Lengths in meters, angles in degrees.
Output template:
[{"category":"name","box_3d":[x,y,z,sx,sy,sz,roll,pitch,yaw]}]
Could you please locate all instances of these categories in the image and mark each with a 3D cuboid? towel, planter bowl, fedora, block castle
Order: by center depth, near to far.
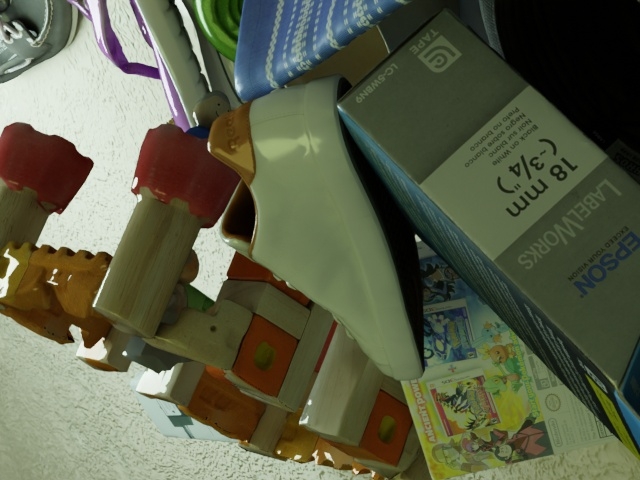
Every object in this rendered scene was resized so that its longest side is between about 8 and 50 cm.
[{"category":"fedora","box_3d":[0.215,-0.135,0.939,0.244,0.124,0.275,46,167,23]},{"category":"towel","box_3d":[0.042,-0.250,0.971,0.040,0.243,0.336,20,153,-28]},{"category":"planter bowl","box_3d":[0.042,-0.174,1.189,0.162,0.109,0.162,38,147,30]},{"category":"block castle","box_3d":[-0.065,0.047,1.337,0.303,0.213,0.453,5,157,47]}]

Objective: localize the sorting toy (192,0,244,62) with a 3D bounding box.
[{"category":"sorting toy","box_3d":[-0.088,-0.204,1.263,0.365,0.126,0.127,47,123,-7]}]

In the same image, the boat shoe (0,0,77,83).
[{"category":"boat shoe","box_3d":[-0.380,-0.244,1.766,0.112,0.095,0.335,59,151,-6]}]

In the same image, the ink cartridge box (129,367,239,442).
[{"category":"ink cartridge box","box_3d":[-0.104,0.155,1.710,0.208,0.153,0.087,-8,114,60]}]

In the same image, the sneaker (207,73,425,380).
[{"category":"sneaker","box_3d":[0.000,0.000,1.102,0.123,0.106,0.290,-11,132,14]}]

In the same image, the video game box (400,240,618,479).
[{"category":"video game box","box_3d":[0.154,0.085,1.223,0.048,0.187,0.205,-80,-26,-69]}]

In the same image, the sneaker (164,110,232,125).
[{"category":"sneaker","box_3d":[-0.085,-0.098,1.518,0.185,0.069,0.084,14,142,56]}]

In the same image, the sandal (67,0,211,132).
[{"category":"sandal","box_3d":[-0.210,-0.265,1.420,0.169,0.102,0.416,-56,-57,-88]}]

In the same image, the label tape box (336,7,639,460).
[{"category":"label tape box","box_3d":[0.177,0.032,0.977,0.333,0.106,0.240,48,179,28]}]

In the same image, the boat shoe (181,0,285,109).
[{"category":"boat shoe","box_3d":[-0.084,-0.232,1.372,0.076,0.083,0.226,-7,117,28]}]
